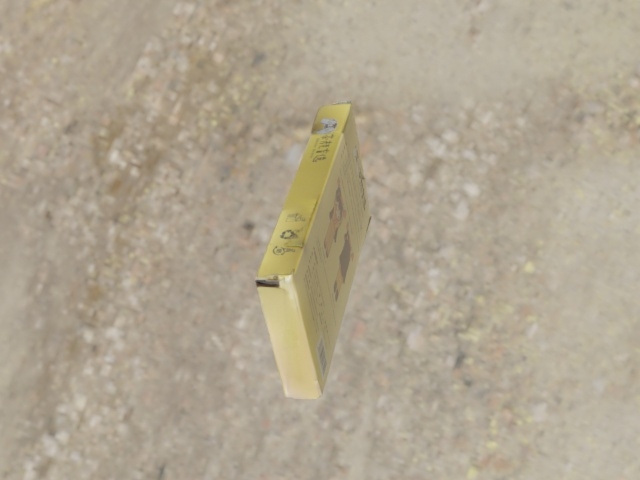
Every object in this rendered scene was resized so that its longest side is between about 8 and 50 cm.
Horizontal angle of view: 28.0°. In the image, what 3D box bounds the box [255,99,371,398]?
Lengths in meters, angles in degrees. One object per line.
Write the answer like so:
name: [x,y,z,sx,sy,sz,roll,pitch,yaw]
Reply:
box: [0.000,0.000,0.613,0.020,0.073,0.149,-1,36,15]
